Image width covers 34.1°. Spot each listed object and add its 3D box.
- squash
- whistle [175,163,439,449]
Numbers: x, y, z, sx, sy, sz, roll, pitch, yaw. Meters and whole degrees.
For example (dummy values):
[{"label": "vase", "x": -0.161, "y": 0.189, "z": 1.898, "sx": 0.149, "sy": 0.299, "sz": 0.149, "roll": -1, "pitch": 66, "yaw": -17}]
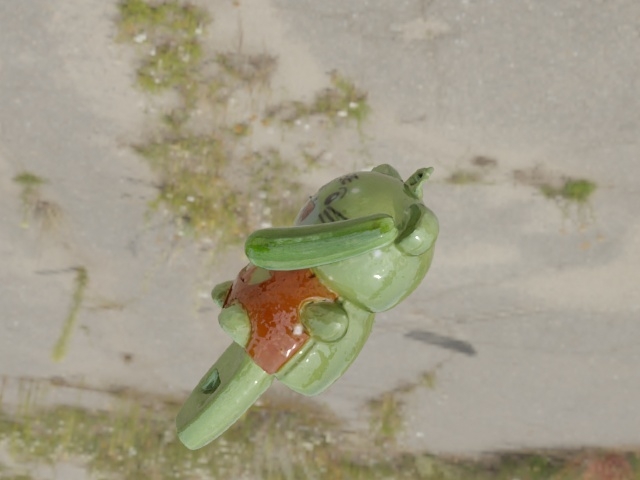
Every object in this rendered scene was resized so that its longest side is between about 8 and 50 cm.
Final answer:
[{"label": "squash", "x": 0.000, "y": 0.001, "z": 0.577, "sx": 0.089, "sy": 0.027, "sz": 0.027, "roll": -7, "pitch": 155, "yaw": 19}, {"label": "whistle", "x": -0.014, "y": 0.048, "z": 0.805, "sx": 0.106, "sy": 0.288, "sz": 0.131, "roll": 41, "pitch": -171, "yaw": -24}]
